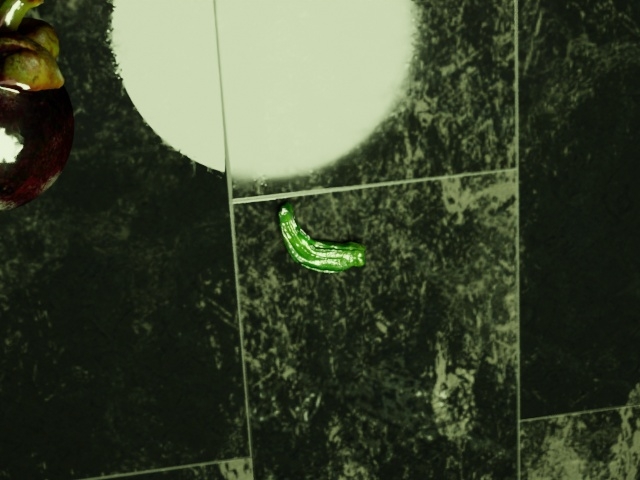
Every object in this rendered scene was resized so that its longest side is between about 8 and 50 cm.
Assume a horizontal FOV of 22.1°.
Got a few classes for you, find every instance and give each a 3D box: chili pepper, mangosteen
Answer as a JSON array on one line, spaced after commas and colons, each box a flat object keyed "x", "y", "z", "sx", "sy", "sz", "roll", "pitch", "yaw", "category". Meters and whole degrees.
[{"x": -0.005, "y": 0.006, "z": 1.865, "sx": 0.118, "sy": 0.035, "sz": 0.055, "roll": 30, "pitch": 92, "yaw": -11, "category": "chili pepper"}, {"x": -0.342, "y": -0.153, "z": 1.648, "sx": 0.211, "sy": 0.211, "sz": 0.250, "roll": 17, "pitch": 97, "yaw": -17, "category": "mangosteen"}]
